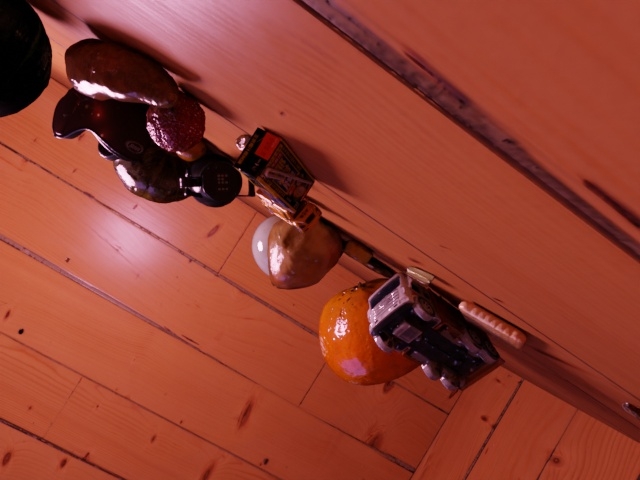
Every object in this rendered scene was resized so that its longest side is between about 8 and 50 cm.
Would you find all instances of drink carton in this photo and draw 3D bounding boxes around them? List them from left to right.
[{"bbox_3d":[-0.065,-0.103,0.725,0.056,0.071,0.165,27,176,19],"label":"drink carton"}]

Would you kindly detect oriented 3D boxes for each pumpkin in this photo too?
[{"bbox_3d":[-0.610,-0.356,0.787,0.315,0.239,0.315,16,166,4],"label":"pumpkin"},{"bbox_3d":[-0.473,-0.232,1.349,0.325,0.232,0.242,37,178,-20],"label":"pumpkin"}]

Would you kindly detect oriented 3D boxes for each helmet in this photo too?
[{"bbox_3d":[-0.498,-0.279,1.095,0.216,0.193,0.189,46,-176,17],"label":"helmet"}]

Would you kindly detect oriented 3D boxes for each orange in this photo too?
[{"bbox_3d":[-0.338,-0.244,1.213,0.085,0.085,0.085,32,177,2],"label":"orange"},{"bbox_3d":[0.187,0.296,1.590,0.424,0.423,0.326,151,94,-86],"label":"orange"}]

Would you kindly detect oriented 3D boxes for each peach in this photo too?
[{"bbox_3d":[-0.061,0.033,1.322,0.214,0.235,0.214,36,168,9],"label":"peach"}]

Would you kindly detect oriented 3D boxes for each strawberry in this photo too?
[{"bbox_3d":[-0.238,-0.195,0.758,0.106,0.106,0.106,32,177,2],"label":"strawberry"}]

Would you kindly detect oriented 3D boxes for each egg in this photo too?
[{"bbox_3d":[-0.094,0.031,1.588,0.230,0.230,0.371,31,180,24],"label":"egg"}]

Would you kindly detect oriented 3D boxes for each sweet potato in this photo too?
[{"bbox_3d":[-0.317,-0.253,0.711,0.291,0.097,0.097,28,174,38],"label":"sweet potato"}]

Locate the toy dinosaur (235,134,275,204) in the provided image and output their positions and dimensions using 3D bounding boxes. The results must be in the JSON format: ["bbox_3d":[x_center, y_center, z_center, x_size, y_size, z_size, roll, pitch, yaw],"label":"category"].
[{"bbox_3d":[-0.118,-0.136,0.897,0.142,0.057,0.212,45,172,-17],"label":"toy dinosaur"}]

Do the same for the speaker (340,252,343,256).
[{"bbox_3d":[0.000,0.000,1.834,0.082,0.044,0.218,29,175,46],"label":"speaker"}]

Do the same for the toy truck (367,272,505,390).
[{"bbox_3d":[0.307,0.242,1.290,0.387,0.173,0.207,34,-154,-24],"label":"toy truck"}]

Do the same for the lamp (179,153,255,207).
[{"bbox_3d":[-0.266,-0.150,1.176,0.171,0.147,0.227,-2,-172,-17],"label":"lamp"}]

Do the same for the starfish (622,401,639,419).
[{"bbox_3d":[0.717,0.393,0.947,0.227,0.043,0.240,36,179,-16],"label":"starfish"}]

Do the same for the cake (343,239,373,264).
[{"bbox_3d":[0.106,0.031,1.312,0.084,0.044,0.084,33,178,1],"label":"cake"}]

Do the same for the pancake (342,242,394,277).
[{"bbox_3d":[0.141,0.063,1.563,0.250,0.031,0.250,31,180,0],"label":"pancake"}]

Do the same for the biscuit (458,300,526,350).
[{"bbox_3d":[0.418,0.208,1.125,0.160,0.030,0.249,30,176,28],"label":"biscuit"}]

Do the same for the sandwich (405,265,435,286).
[{"bbox_3d":[0.234,0.087,1.059,0.044,0.031,0.083,40,176,-33],"label":"sandwich"}]

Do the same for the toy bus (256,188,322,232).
[{"bbox_3d":[-0.075,-0.085,1.094,0.162,0.070,0.074,33,167,36],"label":"toy bus"}]
